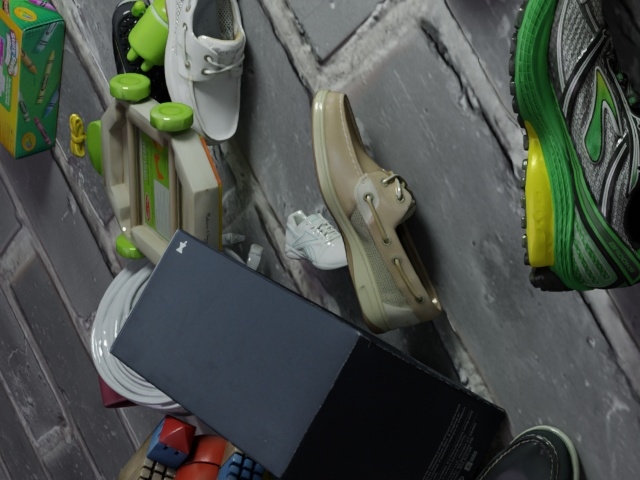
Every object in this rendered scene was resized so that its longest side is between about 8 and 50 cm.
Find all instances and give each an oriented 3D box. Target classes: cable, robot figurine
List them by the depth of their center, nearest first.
[{"bbox_3d":[-0.218,-0.288,1.820,0.101,0.067,0.115,36,115,-12],"label":"robot figurine"},{"bbox_3d":[-0.198,0.123,1.887,0.257,0.089,0.257,-2,68,19],"label":"cable"}]

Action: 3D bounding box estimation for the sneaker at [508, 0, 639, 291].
[{"bbox_3d":[0.267,-0.121,1.244,0.146,0.134,0.344,0,106,27],"label":"sneaker"}]

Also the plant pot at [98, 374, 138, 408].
[{"bbox_3d":[-0.249,0.153,2.040,0.201,0.201,0.180,-27,71,56],"label":"plant pot"}]

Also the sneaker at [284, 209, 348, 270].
[{"bbox_3d":[0.000,0.000,1.715,0.152,0.053,0.061,16,118,50],"label":"sneaker"}]

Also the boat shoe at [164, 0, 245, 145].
[{"bbox_3d":[-0.144,-0.254,1.728,0.096,0.098,0.277,16,120,50],"label":"boat shoe"}]

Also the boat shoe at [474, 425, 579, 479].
[{"bbox_3d":[0.171,0.358,1.493,0.127,0.113,0.340,40,102,35],"label":"boat shoe"}]

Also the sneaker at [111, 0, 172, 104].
[{"bbox_3d":[-0.256,-0.248,1.927,0.097,0.084,0.235,-126,29,-63],"label":"sneaker"}]

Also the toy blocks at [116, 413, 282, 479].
[{"bbox_3d":[-0.124,0.367,1.882,0.381,0.191,0.261,25,135,-13],"label":"toy blocks"}]

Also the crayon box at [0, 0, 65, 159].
[{"bbox_3d":[-0.515,-0.296,2.227,0.165,0.081,0.278,46,140,28],"label":"crayon box"}]

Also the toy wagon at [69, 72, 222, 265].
[{"bbox_3d":[-0.245,-0.094,1.823,0.344,0.068,0.267,37,134,46],"label":"toy wagon"}]

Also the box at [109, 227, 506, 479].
[{"bbox_3d":[-0.017,0.169,1.574,0.343,0.312,0.179,27,86,45],"label":"box"}]

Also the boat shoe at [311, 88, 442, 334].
[{"bbox_3d":[0.067,-0.040,1.572,0.098,0.109,0.302,-14,98,16],"label":"boat shoe"}]
